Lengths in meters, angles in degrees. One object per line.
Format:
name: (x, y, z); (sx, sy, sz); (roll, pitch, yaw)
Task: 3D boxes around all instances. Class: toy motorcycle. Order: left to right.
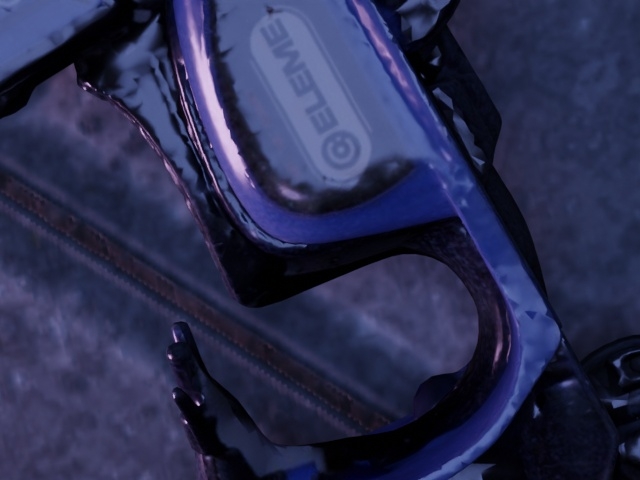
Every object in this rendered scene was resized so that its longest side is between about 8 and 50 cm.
toy motorcycle: (0.000, 0.000, 0.662); (0.213, 0.125, 0.358); (-30, 94, 6)
